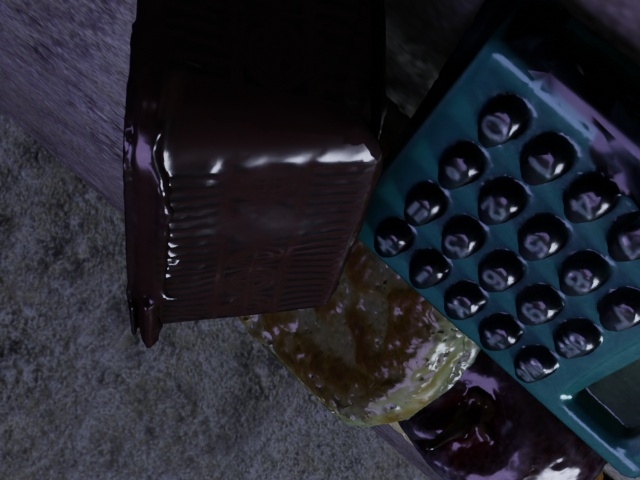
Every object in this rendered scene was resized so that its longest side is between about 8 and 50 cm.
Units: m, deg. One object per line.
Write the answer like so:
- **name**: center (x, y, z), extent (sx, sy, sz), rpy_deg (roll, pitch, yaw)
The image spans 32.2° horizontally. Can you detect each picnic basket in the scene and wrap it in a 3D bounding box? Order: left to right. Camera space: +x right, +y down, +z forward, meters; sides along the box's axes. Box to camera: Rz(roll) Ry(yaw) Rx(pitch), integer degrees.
- **picnic basket**: center (-0.041, -0.069, 0.650), extent (0.129, 0.223, 0.297), rpy_deg (4, 154, -7)

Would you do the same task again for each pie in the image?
- **pie**: center (0.005, 0.005, 0.841), extent (0.302, 0.066, 0.303), rpy_deg (20, 119, 43)

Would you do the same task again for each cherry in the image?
- **cherry**: center (0.151, 0.124, 0.901), extent (0.195, 0.195, 0.195), rpy_deg (38, 169, 9)

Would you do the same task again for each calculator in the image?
- **calculator**: center (0.147, 0.014, 0.604), extent (0.274, 0.058, 0.248), rpy_deg (41, 150, 1)

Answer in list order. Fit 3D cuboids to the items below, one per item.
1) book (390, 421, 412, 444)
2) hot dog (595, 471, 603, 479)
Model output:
- **book**: center (0.133, 0.137, 1.035), extent (0.289, 0.201, 0.026), rpy_deg (41, 127, -12)
- **hot dog**: center (0.220, 0.215, 1.221), extent (0.227, 0.099, 0.160), rpy_deg (43, 168, -10)
